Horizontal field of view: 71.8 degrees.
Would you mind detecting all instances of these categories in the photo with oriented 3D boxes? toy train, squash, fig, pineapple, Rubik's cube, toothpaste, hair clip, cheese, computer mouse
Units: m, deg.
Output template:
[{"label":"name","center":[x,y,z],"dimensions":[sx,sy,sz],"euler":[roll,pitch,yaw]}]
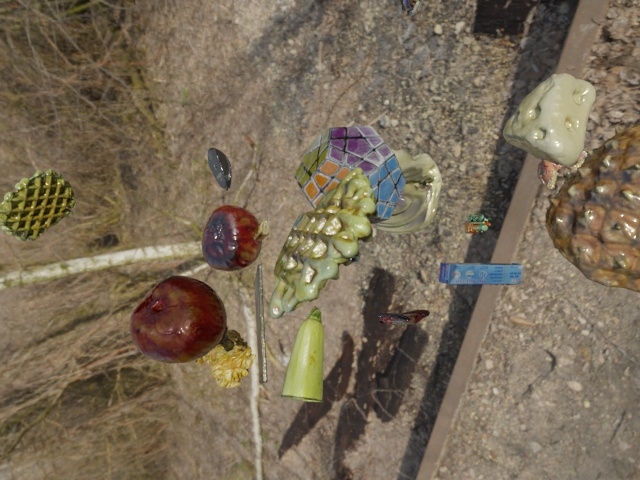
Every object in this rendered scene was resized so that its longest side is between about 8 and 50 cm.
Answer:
[{"label":"toy train","center":[0.545,-0.056,1.530],"dimensions":[0.103,0.044,0.064],"euler":[-179,104,-70]},{"label":"squash","center":[-0.027,0.254,1.009],"dimensions":[0.094,0.094,0.224],"euler":[-32,42,52]},{"label":"fig","center":[-0.282,0.176,0.975],"dimensions":[0.290,0.191,0.190],"euler":[50,-164,-80]},{"label":"pineapple","center":[0.353,-0.082,0.416],"dimensions":[0.158,0.158,0.278],"euler":[48,127,30]},{"label":"Rubik's cube","center":[0.084,-0.175,1.276],"dimensions":[0.264,0.319,0.318],"euler":[23,120,39]},{"label":"toothpaste","center":[0.490,0.101,1.348],"dimensions":[0.053,0.272,0.066],"euler":[-167,79,-71]},{"label":"hair clip","center":[0.198,-0.557,0.920],"dimensions":[0.049,0.116,0.172],"euler":[32,129,25]},{"label":"cheese","center":[0.660,-0.318,1.309],"dimensions":[0.248,0.174,0.251],"euler":[142,139,-68]},{"label":"computer mouse","center":[-0.362,-0.266,1.632],"dimensions":[0.099,0.057,0.172],"euler":[-24,89,53]},{"label":"fig","center":[-0.301,0.001,1.516],"dimensions":[0.224,0.224,0.263],"euler":[64,162,12]}]

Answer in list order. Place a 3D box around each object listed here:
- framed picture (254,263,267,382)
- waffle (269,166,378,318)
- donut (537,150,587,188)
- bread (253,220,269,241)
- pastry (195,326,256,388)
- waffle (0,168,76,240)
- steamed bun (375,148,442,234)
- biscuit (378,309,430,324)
[{"label":"framed picture","center":[-0.191,0.272,1.401],"dimensions":[0.265,0.016,0.346],"euler":[121,146,-70]},{"label":"waffle","center":[-0.002,-0.002,0.630],"dimensions":[0.054,0.223,0.204],"euler":[37,127,-20]},{"label":"donut","center":[0.790,-0.258,1.470],"dimensions":[0.117,0.166,0.065],"euler":[52,178,36]},{"label":"bread","center":[-0.180,-0.028,1.334],"dimensions":[0.083,0.036,0.046],"euler":[146,120,-60]},{"label":"pastry","center":[-0.283,0.340,1.296],"dimensions":[0.102,0.154,0.250],"euler":[55,162,-19]},{"label":"waffle","center":[-0.684,-0.084,1.067],"dimensions":[0.036,0.183,0.169],"euler":[31,149,15]},{"label":"steamed bun","center":[0.310,-0.188,1.717],"dimensions":[0.247,0.339,0.352],"euler":[-105,9,-70]},{"label":"biscuit","center":[0.369,0.341,1.946],"dimensions":[0.151,0.235,0.063],"euler":[-16,74,35]}]
